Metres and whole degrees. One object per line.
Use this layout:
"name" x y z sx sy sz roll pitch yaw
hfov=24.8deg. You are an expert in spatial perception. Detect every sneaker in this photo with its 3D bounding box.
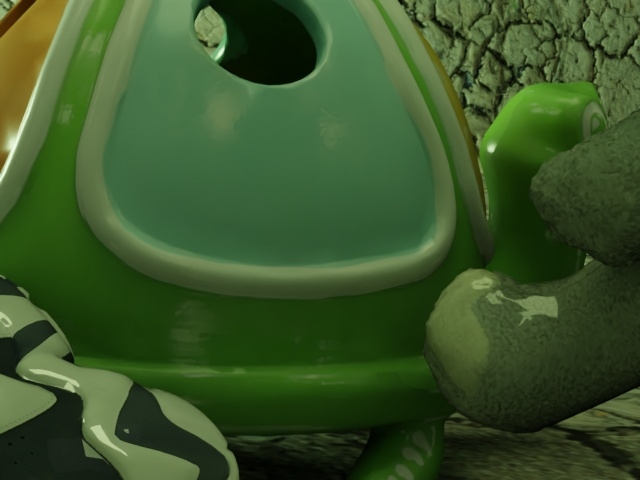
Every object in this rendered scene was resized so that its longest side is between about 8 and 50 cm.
"sneaker" -0.155 0.061 0.460 0.235 0.094 0.153 26 13 41

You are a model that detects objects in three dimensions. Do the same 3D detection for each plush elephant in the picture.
"plush elephant" 0.172 -0.108 0.556 0.272 0.255 0.330 -12 -16 -43

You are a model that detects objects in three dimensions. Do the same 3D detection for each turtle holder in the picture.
"turtle holder" -0.018 -0.014 0.643 0.320 0.227 0.243 4 6 5
